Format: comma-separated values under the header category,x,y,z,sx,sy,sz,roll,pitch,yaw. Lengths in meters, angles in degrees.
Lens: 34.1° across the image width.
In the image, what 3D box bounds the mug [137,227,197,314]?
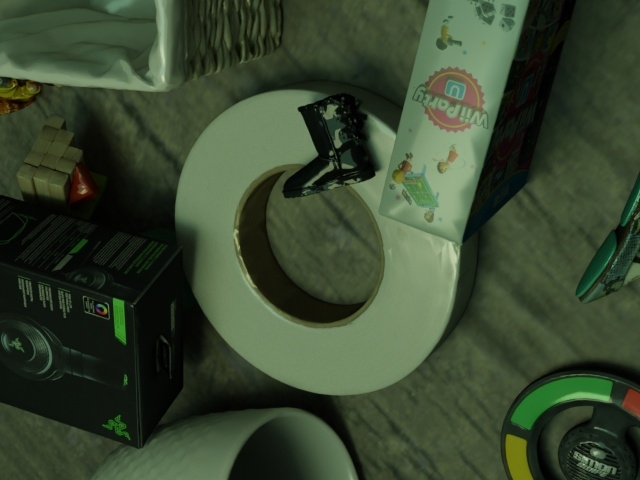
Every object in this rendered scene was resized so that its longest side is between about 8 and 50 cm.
category,x,y,z,sx,sy,sz,roll,pitch,yaw
mug,-0.242,0.069,1.417,0.129,0.097,0.157,28,119,18

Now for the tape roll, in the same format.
category,x,y,z,sx,sy,sz,roll,pitch,yaw
tape roll,0.000,0.000,1.271,0.392,0.072,0.392,10,111,26

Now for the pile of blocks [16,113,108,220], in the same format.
category,x,y,z,sx,sy,sz,roll,pitch,yaw
pile of blocks,-0.346,0.003,1.448,0.113,0.149,0.362,19,126,2

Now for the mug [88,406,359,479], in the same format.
category,x,y,z,sx,sy,sz,roll,pitch,yaw
mug,-0.127,0.398,1.393,0.328,0.276,0.374,-12,132,38

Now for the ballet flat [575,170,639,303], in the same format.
category,x,y,z,sx,sy,sz,roll,pitch,yaw
ballet flat,0.333,-0.001,1.089,0.070,0.070,0.188,31,123,17

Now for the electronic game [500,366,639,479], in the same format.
category,x,y,z,sx,sy,sz,roll,pitch,yaw
electronic game,0.317,0.252,1.194,0.229,0.048,0.229,10,112,27

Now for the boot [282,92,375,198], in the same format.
category,x,y,z,sx,sy,sz,roll,pitch,yaw
boot,0.000,-0.106,1.165,0.121,0.045,0.099,-14,102,25

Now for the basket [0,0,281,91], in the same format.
category,x,y,z,sx,sy,sz,roll,pitch,yaw
basket,-0.232,-0.355,1.160,0.331,0.266,0.328,11,112,27

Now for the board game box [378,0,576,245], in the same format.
category,x,y,z,sx,sy,sz,roll,pitch,yaw
board game box,0.168,-0.177,1.022,0.098,0.224,0.303,22,117,19

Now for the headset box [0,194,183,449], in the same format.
category,x,y,z,sx,sy,sz,roll,pitch,yaw
headset box,-0.308,0.106,1.317,0.283,0.131,0.246,16,127,13

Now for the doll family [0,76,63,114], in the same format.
category,x,y,z,sx,sy,sz,roll,pitch,yaw
doll family,-0.460,-0.251,1.400,0.263,0.163,0.118,38,90,13
